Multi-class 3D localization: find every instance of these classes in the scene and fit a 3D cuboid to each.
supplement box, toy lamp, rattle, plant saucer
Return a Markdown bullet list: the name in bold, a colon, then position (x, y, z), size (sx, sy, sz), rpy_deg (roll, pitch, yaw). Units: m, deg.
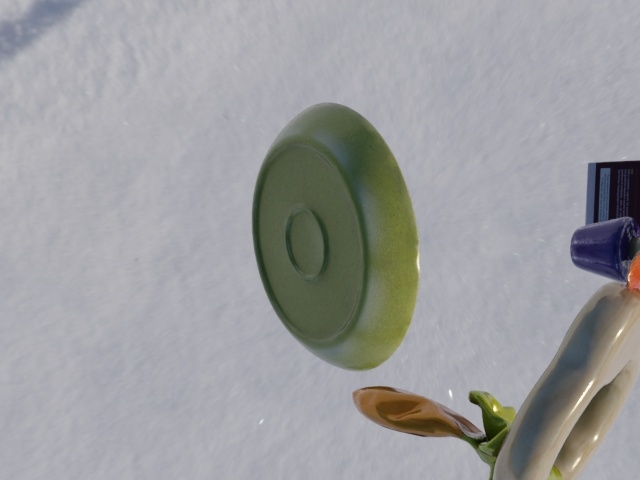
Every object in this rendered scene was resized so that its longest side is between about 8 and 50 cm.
- **supplement box**: position (0.482, -0.041, 1.604), size (0.239, 0.073, 0.130), rpy_deg (0, 76, 27)
- **toy lamp**: position (0.414, 0.015, 1.331), size (0.275, 0.080, 0.080), rpy_deg (4, 91, 36)
- **rattle**: position (0.121, 0.046, 0.665), size (0.143, 0.130, 0.199), rpy_deg (42, 130, 40)
- **plant saucer**: position (0.000, 0.000, 1.053), size (0.037, 0.241, 0.241), rpy_deg (-8, 90, -33)
